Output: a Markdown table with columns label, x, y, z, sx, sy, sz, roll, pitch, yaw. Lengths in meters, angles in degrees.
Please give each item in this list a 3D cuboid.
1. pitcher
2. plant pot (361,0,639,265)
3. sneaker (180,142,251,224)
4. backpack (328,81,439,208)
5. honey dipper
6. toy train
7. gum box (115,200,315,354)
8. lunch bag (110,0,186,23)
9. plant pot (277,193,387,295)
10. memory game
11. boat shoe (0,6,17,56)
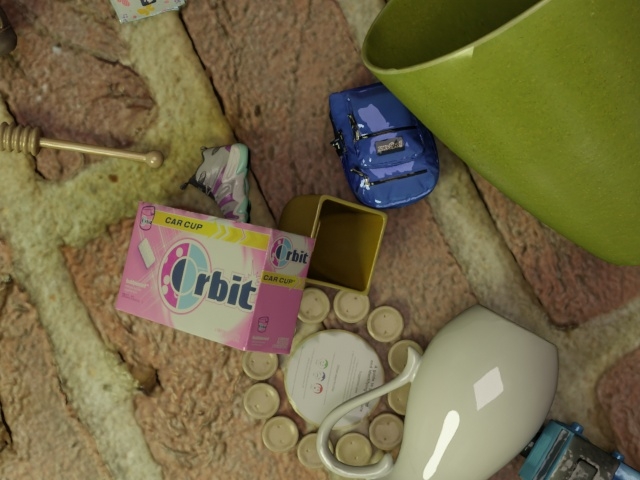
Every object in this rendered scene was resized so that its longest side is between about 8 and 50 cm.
| label | x | y | z | sx | sy | sz | roll | pitch | yaw |
| --- | --- | --- | --- | --- | --- | --- | --- | --- | --- |
| pitcher | 0.110 | 0.156 | 0.966 | 0.178 | 0.125 | 0.207 | 29 | 92 | -1 |
| plant pot | 0.232 | -0.127 | 0.910 | 0.275 | 0.275 | 0.293 | -41 | 114 | 0 |
| sneaker | -0.103 | -0.046 | 1.018 | 0.069 | 0.038 | 0.098 | 0 | 80 | 3 |
| backpack | 0.060 | -0.089 | 0.985 | 0.098 | 0.101 | 0.120 | -12 | 92 | 7 |
| honey dipper | -0.234 | -0.092 | 1.024 | 0.161 | 0.030 | 0.030 | 7 | 89 | -3 |
| toy train | 0.269 | 0.236 | 0.972 | 0.184 | 0.105 | 0.080 | 32 | 89 | 1 |
| gum box | -0.104 | 0.031 | 0.957 | 0.188 | 0.062 | 0.107 | 12 | 89 | 39 |
| lunch bag | -0.174 | -0.260 | 1.014 | 0.071 | 0.053 | 0.083 | -14 | 98 | 2 |
| plant pot | 0.000 | 0.000 | 0.987 | 0.082 | 0.083 | 0.081 | 15 | 89 | -35 |
| memory game | 0.013 | 0.135 | 1.023 | 0.186 | 0.012 | 0.186 | 0 | 88 | 0 |
| boat shoe | -0.446 | -0.144 | 0.986 | 0.324 | 0.116 | 0.096 | -32 | 117 | -1 |
